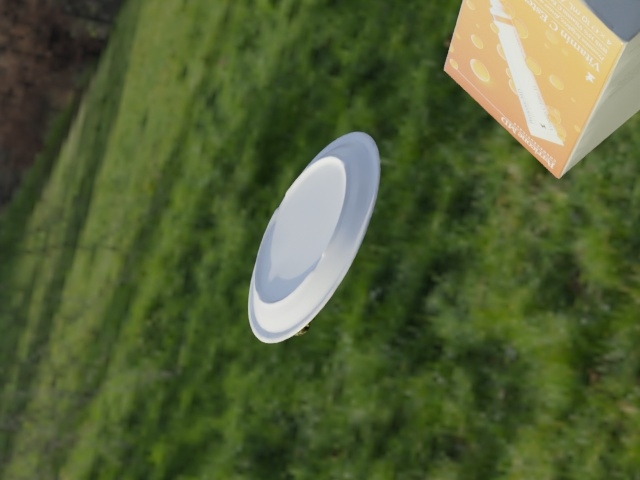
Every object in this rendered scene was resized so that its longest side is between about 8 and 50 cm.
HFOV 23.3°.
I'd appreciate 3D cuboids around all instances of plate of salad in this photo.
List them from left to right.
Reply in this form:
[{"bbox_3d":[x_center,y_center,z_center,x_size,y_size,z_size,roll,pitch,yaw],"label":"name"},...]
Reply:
[{"bbox_3d":[0.000,0.000,1.338,0.200,0.048,0.200,-45,30,35],"label":"plate of salad"}]

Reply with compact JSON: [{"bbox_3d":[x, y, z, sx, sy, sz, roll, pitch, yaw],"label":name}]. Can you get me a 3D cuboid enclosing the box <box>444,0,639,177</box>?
[{"bbox_3d":[0.297,-0.262,1.829,0.168,0.215,0.345,-40,-15,-18],"label":"box"}]
